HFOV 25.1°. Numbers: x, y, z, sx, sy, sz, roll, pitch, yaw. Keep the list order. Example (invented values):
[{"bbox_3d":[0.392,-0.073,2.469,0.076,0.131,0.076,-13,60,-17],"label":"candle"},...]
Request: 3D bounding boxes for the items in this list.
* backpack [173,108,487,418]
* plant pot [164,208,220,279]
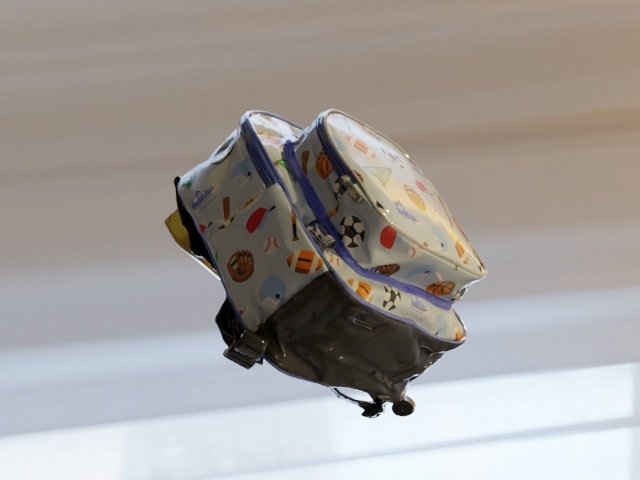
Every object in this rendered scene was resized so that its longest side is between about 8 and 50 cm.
[{"bbox_3d":[0.000,0.000,1.304,0.263,0.213,0.276,50,10,33],"label":"backpack"},{"bbox_3d":[-0.113,-0.003,1.600,0.081,0.081,0.083,42,12,-33],"label":"plant pot"}]
